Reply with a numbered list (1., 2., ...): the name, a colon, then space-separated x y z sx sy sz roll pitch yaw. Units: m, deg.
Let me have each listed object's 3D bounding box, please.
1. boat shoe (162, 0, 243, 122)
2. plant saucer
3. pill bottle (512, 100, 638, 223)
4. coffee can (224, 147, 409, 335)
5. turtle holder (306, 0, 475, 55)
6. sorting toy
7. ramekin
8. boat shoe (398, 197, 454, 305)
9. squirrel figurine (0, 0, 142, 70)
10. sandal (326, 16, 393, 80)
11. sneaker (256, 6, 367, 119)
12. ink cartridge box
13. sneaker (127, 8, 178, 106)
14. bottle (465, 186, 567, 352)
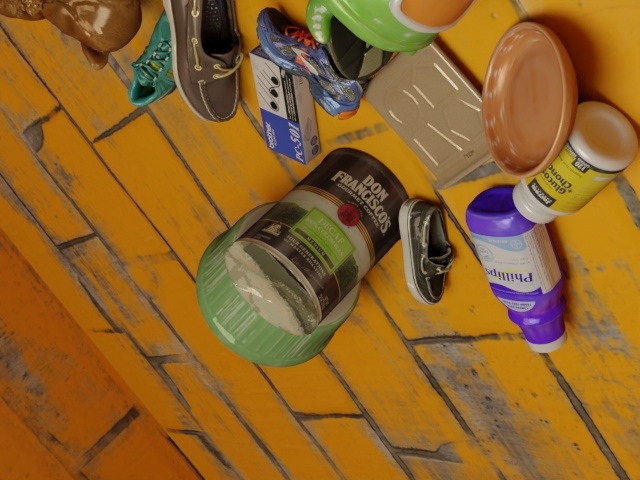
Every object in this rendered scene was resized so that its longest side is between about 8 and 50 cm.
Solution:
1. boat shoe: -0.188 -0.336 1.566 0.096 0.116 0.324 26 138 35
2. plant saucer: 0.272 -0.180 1.181 0.200 0.037 0.200 179 90 -71
3. pill bottle: 0.334 -0.097 1.226 0.103 0.103 0.184 42 148 6
4. coffee can: 0.000 0.000 1.571 0.201 0.275 0.201 30 146 23
5. turtle holder: 0.092 -0.395 1.087 0.243 0.320 0.227 18 146 -32
6. sorting toy: 0.176 -0.195 1.373 0.208 0.038 0.193 51 149 -1
7. ramekin: -0.070 0.073 1.730 0.303 0.303 0.148 45 142 1
8. boat shoe: 0.189 0.030 1.572 0.070 0.078 0.219 18 137 40
9. squirrel figurine: -0.496 -0.450 1.555 0.370 0.281 0.397 35 -167 0
10. sandal: 0.028 -0.373 1.290 0.303 0.120 0.086 66 171 -27
11. sneaker: -0.008 -0.296 1.445 0.221 0.083 0.087 42 133 1
12. ink cartridge box: -0.060 -0.237 1.589 0.097 0.046 0.207 27 145 30
13. sneaker: -0.291 -0.332 1.694 0.107 0.110 0.275 45 148 2
14. bottle: 0.318 0.051 1.426 0.118 0.092 0.283 8 132 44
